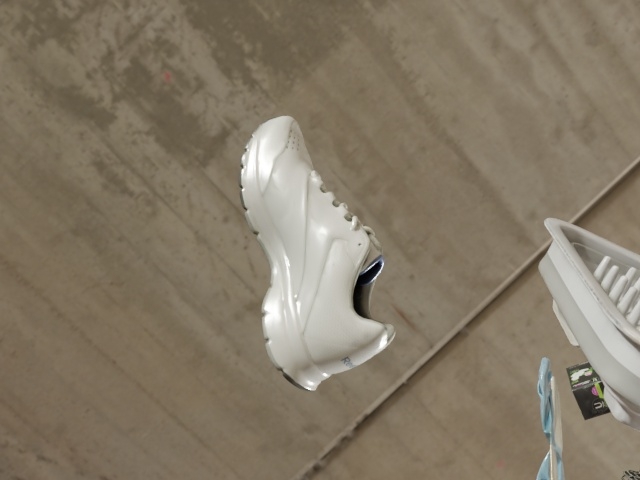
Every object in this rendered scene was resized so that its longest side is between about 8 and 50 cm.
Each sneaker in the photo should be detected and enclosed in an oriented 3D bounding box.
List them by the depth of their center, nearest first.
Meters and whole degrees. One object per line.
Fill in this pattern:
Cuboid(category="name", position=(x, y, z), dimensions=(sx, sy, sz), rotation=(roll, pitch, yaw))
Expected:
Cuboid(category="sneaker", position=(0.000, 0.000, 0.836), dimensions=(0.111, 0.129, 0.297), rotation=(25, 48, -62))

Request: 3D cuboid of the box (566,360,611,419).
Cuboid(category="box", position=(0.451, 0.249, 1.345), dimensions=(0.062, 0.052, 0.083), rotation=(64, 17, -12))

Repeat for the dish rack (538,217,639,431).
Cuboid(category="dish rack", position=(0.321, 0.108, 0.609), dimensions=(0.332, 0.072, 0.285), rotation=(25, 19, -4))

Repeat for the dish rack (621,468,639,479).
Cuboid(category="dish rack", position=(0.548, 0.382, 1.079), dimensions=(0.271, 0.074, 0.208), rotation=(15, -4, 8))

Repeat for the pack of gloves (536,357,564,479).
Cuboid(category="pack of gloves", position=(0.308, 0.290, 1.115), dimensions=(0.195, 0.046, 0.232), rotation=(57, 33, -52))
